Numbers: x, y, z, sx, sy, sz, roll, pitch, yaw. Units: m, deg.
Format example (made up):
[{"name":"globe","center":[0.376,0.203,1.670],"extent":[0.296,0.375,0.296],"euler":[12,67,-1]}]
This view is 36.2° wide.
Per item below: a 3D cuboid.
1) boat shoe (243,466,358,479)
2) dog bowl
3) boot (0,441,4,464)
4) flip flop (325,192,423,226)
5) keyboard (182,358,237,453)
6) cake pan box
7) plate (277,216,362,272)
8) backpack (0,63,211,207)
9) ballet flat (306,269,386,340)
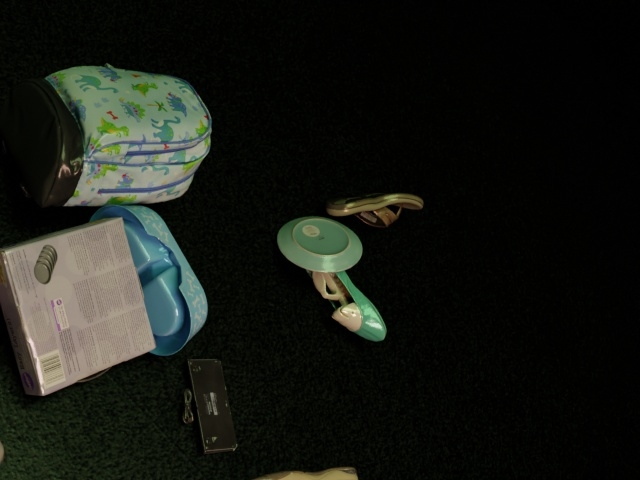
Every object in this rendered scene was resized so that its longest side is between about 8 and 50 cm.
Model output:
[{"name":"boat shoe","center":[-0.053,0.490,1.806],"extent":[0.323,0.122,0.120],"euler":[4,67,-36]},{"name":"dog bowl","center":[-0.316,0.064,1.811],"extent":[0.074,0.166,0.297],"euler":[-26,83,-55]},{"name":"boot","center":[-0.591,0.228,1.449],"extent":[0.338,0.222,0.118],"euler":[39,47,-15]},{"name":"flip flop","center":[0.125,-0.067,2.279],"extent":[0.277,0.112,0.080],"euler":[-9,98,-44]},{"name":"keyboard","center":[-0.219,0.310,1.841],"extent":[0.108,0.023,0.180],"euler":[6,62,-44]},{"name":"cake pan box","center":[-0.423,0.113,1.698],"extent":[0.245,0.070,0.267],"euler":[-22,102,-43]},{"name":"plate","center":[0.000,0.000,2.120],"extent":[0.188,0.024,0.188],"euler":[7,39,-6]},{"name":"backpack","center":[-0.379,-0.193,1.853],"extent":[0.355,0.273,0.290],"euler":[16,31,-46]},{"name":"ballet flat","center":[0.043,0.126,2.112],"extent":[0.087,0.083,0.247],"euler":[-24,76,-44]}]
